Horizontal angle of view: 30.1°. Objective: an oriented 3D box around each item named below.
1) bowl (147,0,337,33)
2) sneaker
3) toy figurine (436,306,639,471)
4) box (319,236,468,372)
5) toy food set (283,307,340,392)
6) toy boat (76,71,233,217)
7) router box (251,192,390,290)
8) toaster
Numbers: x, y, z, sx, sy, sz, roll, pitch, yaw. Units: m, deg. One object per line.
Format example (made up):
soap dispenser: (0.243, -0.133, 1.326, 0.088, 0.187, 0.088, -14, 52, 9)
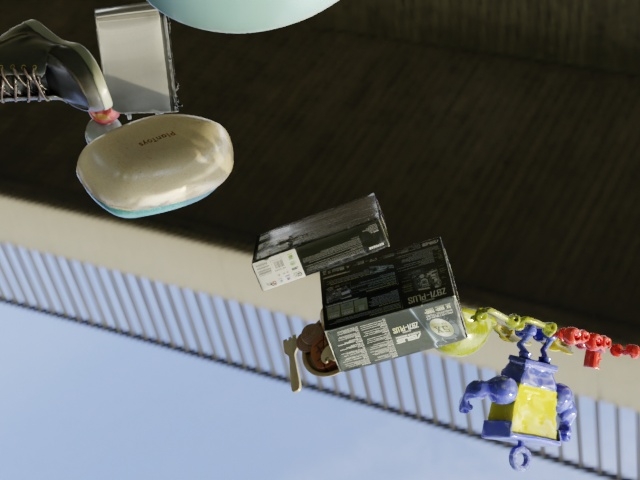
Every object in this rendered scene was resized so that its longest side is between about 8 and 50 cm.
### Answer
bowl: (-0.085, -0.397, 1.286, 0.312, 0.163, 0.311, -3, -116, 6)
sneaker: (-0.346, -0.190, 1.441, 0.118, 0.083, 0.222, -33, -139, -24)
toy figurine: (0.298, 0.228, 1.727, 0.191, 0.363, 0.217, 1, -101, 55)
box: (0.097, 0.086, 1.619, 0.180, 0.077, 0.147, -16, -149, 6)
toy food set: (0.016, 0.155, 1.885, 0.192, 0.038, 0.132, -29, -137, 19)
toy boat: (-0.296, -0.147, 1.968, 0.267, 0.148, 0.318, -19, -134, -31)
router box: (0.000, 0.000, 1.594, 0.179, 0.046, 0.133, -19, -164, 6)
toaster: (-0.276, -0.279, 1.785, 0.110, 0.185, 0.168, -8, -166, -11)
